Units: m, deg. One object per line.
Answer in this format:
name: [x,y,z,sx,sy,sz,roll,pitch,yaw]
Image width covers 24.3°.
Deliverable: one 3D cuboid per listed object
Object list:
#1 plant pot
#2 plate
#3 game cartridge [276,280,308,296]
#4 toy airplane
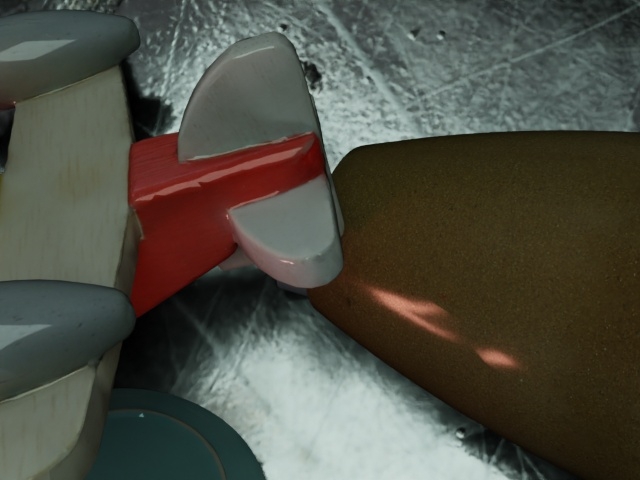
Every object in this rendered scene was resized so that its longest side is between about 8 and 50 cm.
plant pot: [0.129,0.021,0.967,0.254,0.237,0.237,16,78,21]
plate: [-0.126,0.169,0.986,0.188,0.024,0.188,6,48,-6]
game cartridge: [0.000,0.000,1.069,0.056,0.017,0.083,15,78,10]
toy airplane: [-0.176,-0.021,0.900,0.272,0.386,0.384,49,63,-30]
